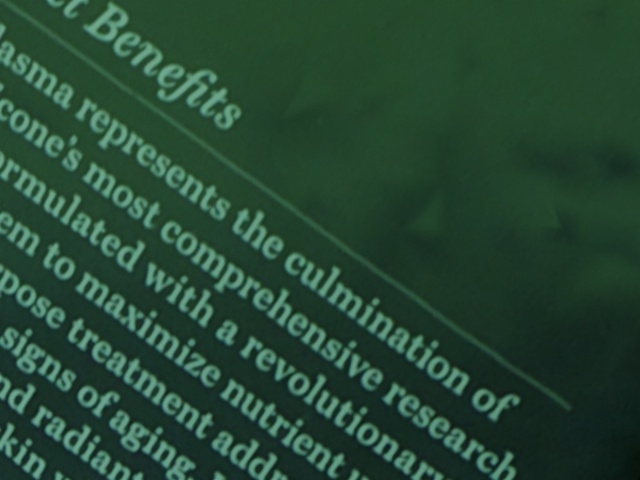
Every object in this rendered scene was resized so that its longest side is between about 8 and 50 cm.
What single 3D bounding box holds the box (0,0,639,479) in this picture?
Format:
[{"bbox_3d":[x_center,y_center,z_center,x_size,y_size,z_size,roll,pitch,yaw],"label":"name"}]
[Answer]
[{"bbox_3d":[0.000,0.000,0.694,0.297,0.480,0.472,37,105,4],"label":"box"}]
